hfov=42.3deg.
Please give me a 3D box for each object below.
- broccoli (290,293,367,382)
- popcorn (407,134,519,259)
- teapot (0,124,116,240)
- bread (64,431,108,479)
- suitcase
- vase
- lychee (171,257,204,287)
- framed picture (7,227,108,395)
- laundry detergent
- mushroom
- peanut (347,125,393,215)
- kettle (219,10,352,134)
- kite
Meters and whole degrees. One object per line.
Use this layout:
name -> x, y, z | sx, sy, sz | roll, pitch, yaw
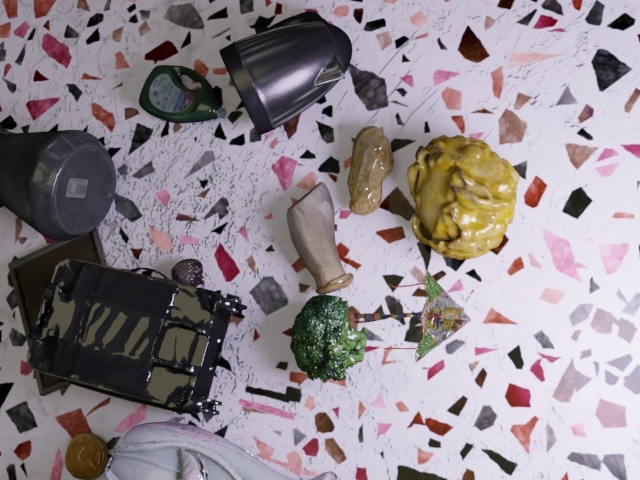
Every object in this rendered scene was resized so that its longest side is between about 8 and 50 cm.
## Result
broccoli -> 0.017, 0.198, 1.675 | 0.156, 0.195, 0.196 | 14, 82, -2
popcorn -> 0.282, -0.084, 1.626 | 0.250, 0.190, 0.250 | 7, 101, 43
teapot -> -0.679, -0.142, 1.884 | 0.343, 0.300, 0.253 | 15, 118, 25
bread -> -0.520, 0.481, 1.837 | 0.110, 0.024, 0.110 | -3, 78, 14
suitcase -> -0.389, 0.199, 1.755 | 0.433, 0.194, 0.283 | 12, 78, 9
vase -> -0.189, 0.501, 1.632 | 0.445, 0.250, 0.250 | 11, 82, 12
lychee -> -0.293, 0.074, 1.838 | 0.083, 0.068, 0.067 | 3, 38, 20
framed picture -> -0.585, 0.159, 1.923 | 0.247, 0.022, 0.335 | -24, 73, 9
laundry detergent -> -0.310, -0.334, 1.926 | 0.210, 0.063, 0.137 | 18, 78, 18
mushroom -> -0.009, -0.003, 1.756 | 0.096, 0.108, 0.247 | -35, 64, 46
peanut -> 0.105, -0.147, 1.760 | 0.093, 0.083, 0.194 | 8, 85, -18
kettle -> -0.059, -0.382, 1.818 | 0.271, 0.251, 0.207 | -25, 104, 2
kite -> 0.190, 0.153, 1.712 | 0.244, 0.006, 0.198 | 1, 79, 16
